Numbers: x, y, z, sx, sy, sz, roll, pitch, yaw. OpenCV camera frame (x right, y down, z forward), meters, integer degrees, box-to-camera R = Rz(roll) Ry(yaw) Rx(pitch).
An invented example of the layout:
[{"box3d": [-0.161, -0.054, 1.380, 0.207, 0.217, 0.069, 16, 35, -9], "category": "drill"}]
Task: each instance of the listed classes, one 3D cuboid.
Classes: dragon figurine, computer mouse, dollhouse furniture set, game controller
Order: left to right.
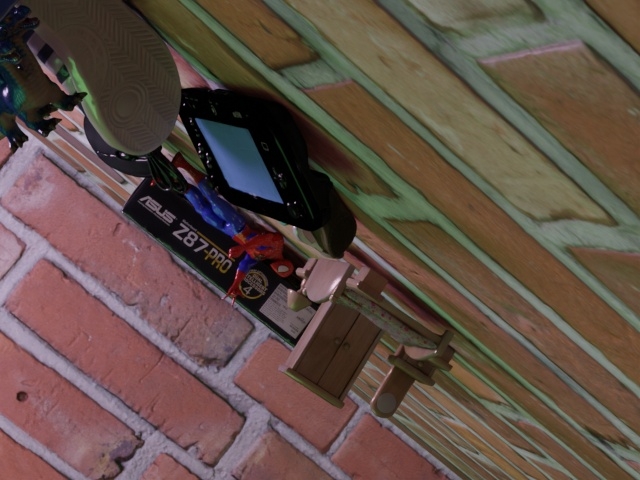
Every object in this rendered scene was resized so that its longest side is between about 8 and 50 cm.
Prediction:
[{"box3d": [-0.360, -0.181, 1.627, 0.144, 0.085, 0.289, 49, 154, -18], "category": "dragon figurine"}, {"box3d": [-0.324, -0.161, 2.337, 0.188, 0.072, 0.272, 59, 165, -26], "category": "computer mouse"}, {"box3d": [-0.087, -0.103, 1.722, 0.166, 0.067, 0.319, 56, 164, -22], "category": "game controller"}, {"box3d": [0.086, 0.180, 2.171, 0.303, 0.174, 0.355, 34, 172, -16], "category": "dollhouse furniture set"}]

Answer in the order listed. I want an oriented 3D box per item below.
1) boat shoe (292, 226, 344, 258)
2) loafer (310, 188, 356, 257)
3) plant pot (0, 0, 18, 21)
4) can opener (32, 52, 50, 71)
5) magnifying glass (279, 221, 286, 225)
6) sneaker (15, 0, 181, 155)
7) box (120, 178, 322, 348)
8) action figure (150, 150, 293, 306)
[{"box3d": [0.000, 0.000, 2.105, 0.035, 0.035, 0.100, 19, 164, 45], "category": "boat shoe"}, {"box3d": [0.006, -0.032, 1.858, 0.050, 0.056, 0.148, 35, 161, 31], "category": "loafer"}, {"box3d": [-0.325, -0.292, 1.171, 0.212, 0.236, 0.236, 45, 168, -33], "category": "plant pot"}, {"box3d": [-0.330, -0.249, 1.982, 0.280, 0.074, 0.093, 35, 170, 16], "category": "can opener"}, {"box3d": [-0.066, -0.078, 1.877, 0.231, 0.026, 0.092, -140, 40, -71], "category": "magnifying glass"}, {"box3d": [-0.289, -0.244, 1.693, 0.148, 0.131, 0.350, 28, 158, 41], "category": "sneaker"}, {"box3d": [-0.169, 0.035, 2.631, 0.395, 0.097, 0.318, 38, 179, 0], "category": "box"}, {"box3d": [-0.168, -0.005, 2.401, 0.280, 0.139, 0.091, 37, 145, -15], "category": "action figure"}]
